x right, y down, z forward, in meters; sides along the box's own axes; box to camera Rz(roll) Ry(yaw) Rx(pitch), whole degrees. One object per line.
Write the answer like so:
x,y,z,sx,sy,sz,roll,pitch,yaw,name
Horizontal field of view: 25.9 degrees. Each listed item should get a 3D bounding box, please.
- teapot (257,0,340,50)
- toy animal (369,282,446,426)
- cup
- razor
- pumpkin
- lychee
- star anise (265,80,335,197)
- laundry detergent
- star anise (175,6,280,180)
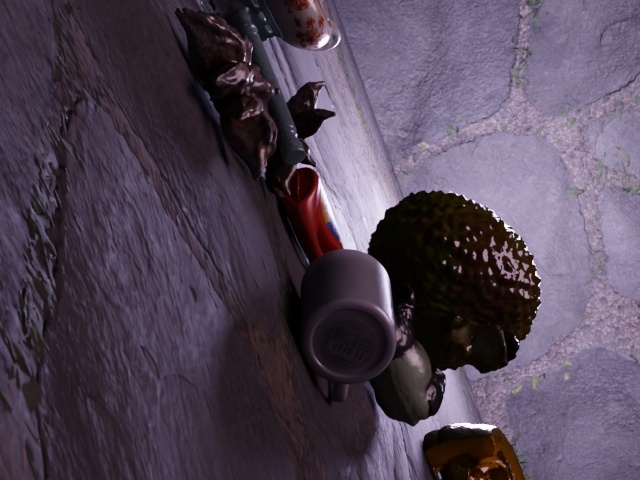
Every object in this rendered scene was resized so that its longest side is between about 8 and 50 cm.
-0.032,-0.354,2.078,0.159,0.116,0.245,60,5,27,teapot
0.088,0.136,1.788,0.121,0.094,0.225,-76,148,-60,toy animal
0.034,0.093,1.449,0.133,0.099,0.136,-92,161,-68,cup
-0.057,-0.173,1.507,0.106,0.068,0.232,59,8,-55,razor
0.255,0.390,2.177,0.126,0.131,0.248,-73,144,-77,pumpkin
0.194,0.066,2.065,0.270,0.270,0.319,55,28,-63,lychee
-0.033,-0.111,1.537,0.042,0.141,0.141,18,34,-21,star anise
0.000,0.000,1.635,0.097,0.049,0.165,-87,158,-54,laundry detergent
-0.081,-0.150,1.371,0.182,0.065,0.195,45,29,-73,star anise
